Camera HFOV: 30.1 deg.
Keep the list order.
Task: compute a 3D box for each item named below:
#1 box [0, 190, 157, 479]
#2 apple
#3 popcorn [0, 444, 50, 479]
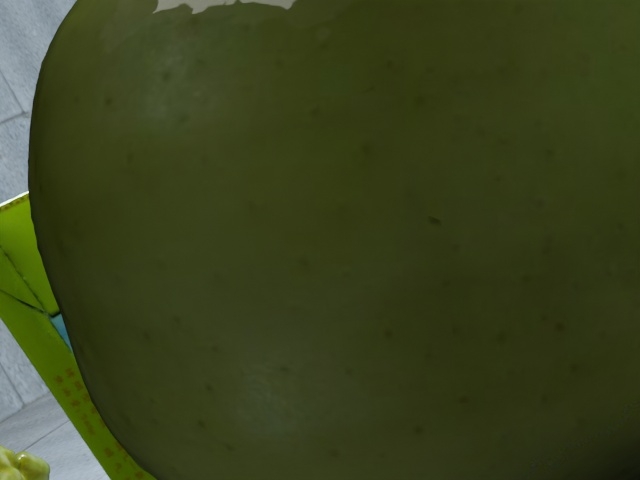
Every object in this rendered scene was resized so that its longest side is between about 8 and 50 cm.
[{"bbox_3d":[-0.120,0.099,0.908,0.047,0.335,0.187,-32,3,32],"label":"box"},{"bbox_3d":[0.064,-0.033,0.738,0.474,0.473,0.473,-29,5,3],"label":"apple"},{"bbox_3d":[-0.437,0.315,1.375,0.235,0.181,0.217,-19,8,35],"label":"popcorn"}]
